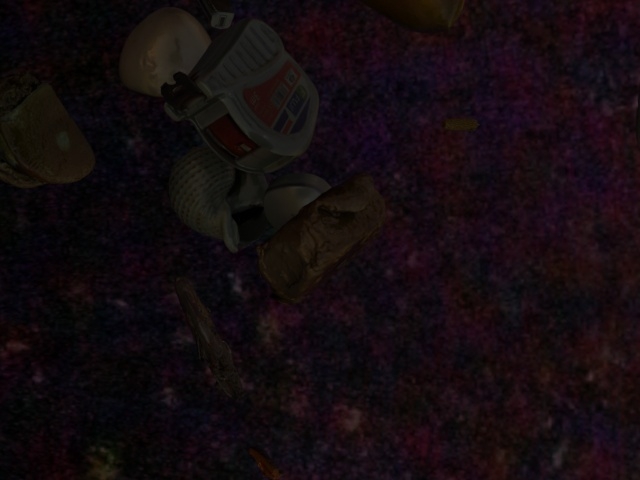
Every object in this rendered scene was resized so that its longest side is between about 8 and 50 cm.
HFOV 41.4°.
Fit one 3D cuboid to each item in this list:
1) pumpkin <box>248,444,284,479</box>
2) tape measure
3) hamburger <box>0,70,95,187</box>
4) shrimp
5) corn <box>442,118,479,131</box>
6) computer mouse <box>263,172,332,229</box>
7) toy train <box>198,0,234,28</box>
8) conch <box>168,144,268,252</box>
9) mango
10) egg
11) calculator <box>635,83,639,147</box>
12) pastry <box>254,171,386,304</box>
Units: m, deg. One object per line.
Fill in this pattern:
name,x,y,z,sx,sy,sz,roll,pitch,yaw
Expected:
pumpkin,-0.109,0.434,1.651,0.035,0.073,0.101,-42,154,-8
tape measure,-0.123,-0.229,1.394,0.246,0.125,0.243,49,41,-23
hamburger,-0.621,-0.210,1.752,0.192,0.167,0.288,-50,126,-34
shrimp,-0.289,0.250,2.167,0.085,0.247,0.360,-26,86,-9
corn,0.292,-0.240,1.760,0.083,0.027,0.028,-3,90,-18
computer mouse,-0.024,-0.041,1.511,0.231,0.128,0.079,52,39,-57
toy train,-0.263,-0.574,1.959,0.055,0.252,0.048,-5,136,-25
conch,-0.189,-0.072,1.503,0.172,0.131,0.200,-5,87,-54
mango,0.078,-0.366,1.022,0.139,0.254,0.175,-42,158,-17
egg,-0.398,-0.495,2.204,0.286,0.264,0.174,-84,-179,-47
calculator,0.372,-0.205,0.861,0.299,0.041,0.185,-51,143,-38
pastry,0.000,0.000,1.214,0.100,0.229,0.218,51,19,4
